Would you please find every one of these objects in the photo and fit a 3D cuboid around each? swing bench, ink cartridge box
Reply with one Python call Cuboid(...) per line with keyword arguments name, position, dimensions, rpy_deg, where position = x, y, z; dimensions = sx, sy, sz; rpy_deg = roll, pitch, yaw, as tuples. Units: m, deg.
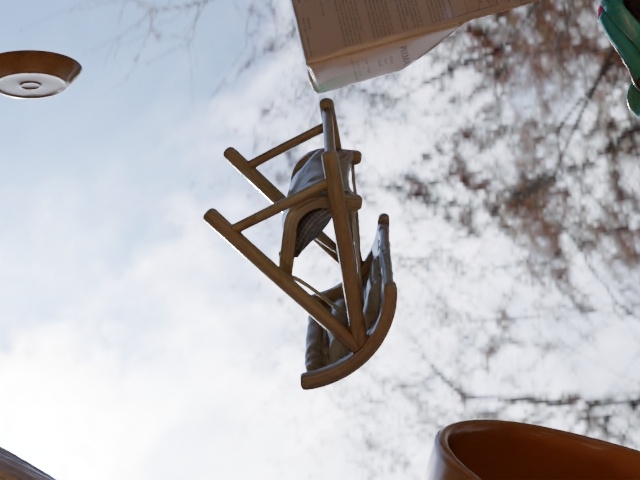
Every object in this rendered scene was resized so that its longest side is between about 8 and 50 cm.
Cuboid(name="swing bench", position=(0.000, 0.000, 1.546), dimensions=(0.165, 0.253, 0.255), rpy_deg=(-26, -71, 9))
Cuboid(name="ink cartridge box", position=(0.079, -0.252, 1.219), dimensions=(0.224, 0.181, 0.056), rpy_deg=(-14, -27, 3))

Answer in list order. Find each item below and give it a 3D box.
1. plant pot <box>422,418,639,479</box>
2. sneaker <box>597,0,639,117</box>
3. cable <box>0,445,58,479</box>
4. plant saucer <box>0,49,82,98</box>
Cuboid(name="plant pot", position=(0.123, 0.202, 0.566), dimensions=(0.205, 0.205, 0.188), rpy_deg=(15, -84, -10))
Cuboid(name="sneaker", position=(0.402, -0.185, 1.336), dimensions=(0.295, 0.124, 0.178), rpy_deg=(43, -76, 17))
Cuboid(name="cable", position=(-0.317, 0.209, 1.122), dimensions=(0.257, 0.089, 0.257), rpy_deg=(26, -14, 9))
Cuboid(name="plant saucer", position=(-0.233, -0.130, 1.033), dimensions=(0.083, 0.015, 0.083), rpy_deg=(-4, -13, -1))
